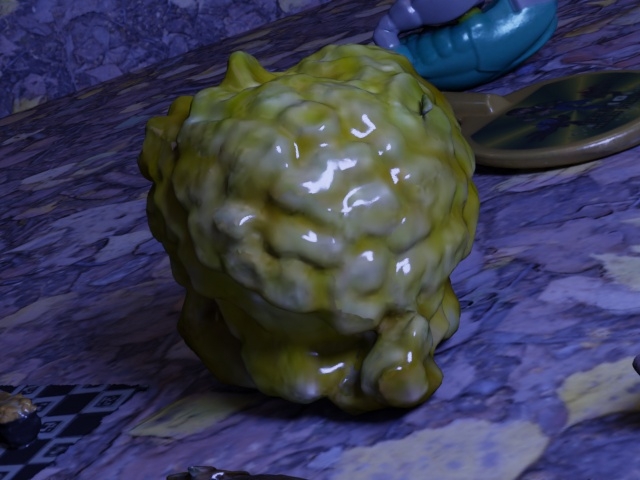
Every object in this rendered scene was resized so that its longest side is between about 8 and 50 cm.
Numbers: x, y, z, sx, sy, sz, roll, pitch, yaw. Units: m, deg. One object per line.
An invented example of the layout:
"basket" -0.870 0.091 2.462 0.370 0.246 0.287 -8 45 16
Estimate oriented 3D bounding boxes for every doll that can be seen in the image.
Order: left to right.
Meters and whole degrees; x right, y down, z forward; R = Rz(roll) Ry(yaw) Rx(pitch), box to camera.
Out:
"doll" 0.138 -0.243 1.405 0.258 0.153 0.195 -20 -11 -20

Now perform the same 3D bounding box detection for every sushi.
"sushi" -0.236 0.122 0.872 0.201 0.031 0.139 -6 21 35

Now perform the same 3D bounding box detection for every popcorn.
"popcorn" 0.000 0.000 0.770 0.205 0.252 0.237 -2 -28 -28

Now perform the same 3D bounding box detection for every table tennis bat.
"table tennis bat" 0.186 -0.114 1.163 0.198 0.050 0.320 -33 27 -35

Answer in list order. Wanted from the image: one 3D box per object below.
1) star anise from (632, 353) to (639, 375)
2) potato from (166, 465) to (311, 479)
"star anise" 0.259 0.041 0.555 0.212 0.073 0.197 -22 14 -4
"potato" -0.089 0.162 0.464 0.251 0.113 0.149 -17 16 2
